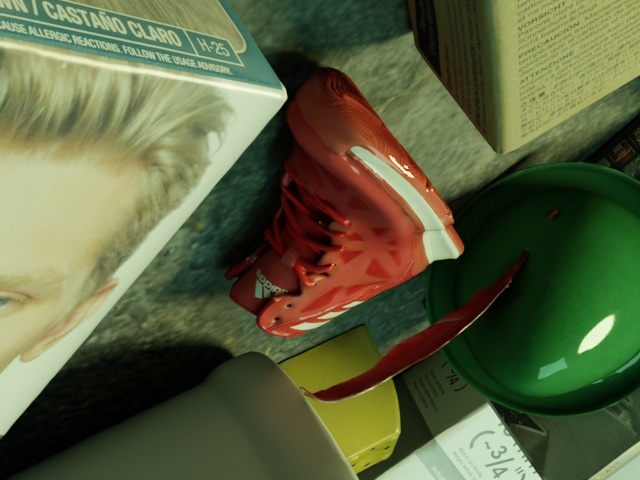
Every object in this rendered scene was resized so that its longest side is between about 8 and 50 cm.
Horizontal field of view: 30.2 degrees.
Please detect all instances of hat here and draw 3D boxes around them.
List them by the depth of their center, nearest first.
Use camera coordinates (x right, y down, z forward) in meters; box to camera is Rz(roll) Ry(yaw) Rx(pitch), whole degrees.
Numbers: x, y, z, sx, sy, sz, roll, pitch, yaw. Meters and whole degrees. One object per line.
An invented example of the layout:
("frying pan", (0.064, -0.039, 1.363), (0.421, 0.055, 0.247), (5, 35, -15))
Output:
("hat", (0.136, 0.059, 0.724), (0.208, 0.173, 0.183), (-44, 180, 15))

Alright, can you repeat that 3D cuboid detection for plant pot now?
("plant pot", (0.016, 0.129, 0.883), (0.081, 0.083, 0.081), (-23, 154, -20))

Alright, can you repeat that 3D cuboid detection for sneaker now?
("sneaker", (0.000, 0.000, 0.631), (0.128, 0.087, 0.221), (-37, 154, 4))

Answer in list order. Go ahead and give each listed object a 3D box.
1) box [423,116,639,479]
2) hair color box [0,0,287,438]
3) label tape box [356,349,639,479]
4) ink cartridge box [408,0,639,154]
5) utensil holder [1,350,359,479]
("box", (0.213, 0.047, 0.853), (0.231, 0.183, 0.056), (-42, 154, 20))
("hair color box", (-0.189, 0.024, 0.427), (0.174, 0.105, 0.347), (1, 138, -52))
("label tape box", (0.208, 0.173, 1.024), (0.334, 0.106, 0.240), (-35, 117, 4))
("ink cartridge box", (0.147, -0.165, 0.502), (0.235, 0.088, 0.193), (-30, 154, -4))
("utensil holder", (-0.142, 0.295, 0.716), (0.385, 0.327, 0.327), (-25, 154, -14))
